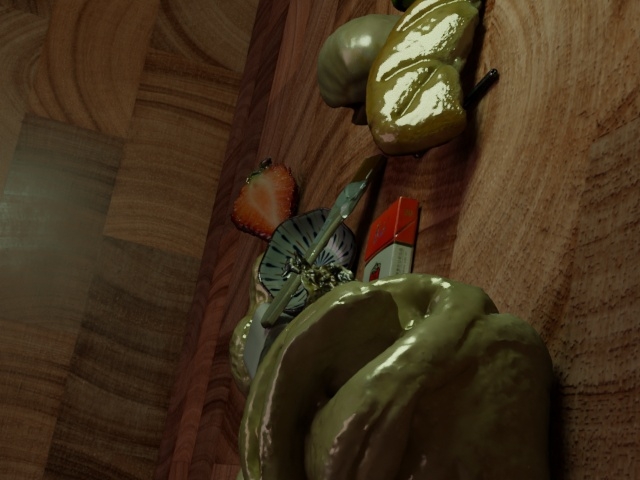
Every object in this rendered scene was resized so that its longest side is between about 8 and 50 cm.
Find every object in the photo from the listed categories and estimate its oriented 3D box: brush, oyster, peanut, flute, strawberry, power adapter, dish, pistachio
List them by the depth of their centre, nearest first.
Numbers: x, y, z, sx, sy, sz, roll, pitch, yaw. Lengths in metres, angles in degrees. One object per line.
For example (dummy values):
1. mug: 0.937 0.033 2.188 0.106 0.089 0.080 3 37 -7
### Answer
1. flute: 0.179 -0.168 1.514 0.269 0.014 0.014 133 149 -64
2. oyster: 0.017 0.117 1.674 0.214 0.083 0.223 36 -142 -69
3. pistachio: 0.088 -0.269 1.691 0.197 0.166 0.288 -50 12 6
4. brush: 0.000 0.000 1.799 0.336 0.020 0.085 -57 16 -11
5. power adapter: -0.045 0.194 1.815 0.205 0.125 0.130 -131 57 -72
6. dish: -0.009 0.043 1.873 0.190 0.066 0.191 -13 61 25
7. peanut: -0.094 0.153 2.045 0.120 0.136 0.298 -7 63 40
8. strawberry: -0.102 -0.058 2.410 0.175 0.107 0.236 -21 47 28

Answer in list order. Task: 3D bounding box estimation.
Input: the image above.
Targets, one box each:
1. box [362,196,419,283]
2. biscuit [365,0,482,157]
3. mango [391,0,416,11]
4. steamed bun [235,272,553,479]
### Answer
1. box: 0.089 0.072 1.584 0.139 0.035 0.245 135 146 -68
2. biscuit: 0.136 -0.236 1.488 0.154 0.045 0.299 -7 53 28
3. mango: 0.154 -0.422 1.771 0.165 0.074 0.091 104 170 -70
4. steamed bun: 0.043 0.211 1.057 0.372 0.230 0.325 -46 49 28
